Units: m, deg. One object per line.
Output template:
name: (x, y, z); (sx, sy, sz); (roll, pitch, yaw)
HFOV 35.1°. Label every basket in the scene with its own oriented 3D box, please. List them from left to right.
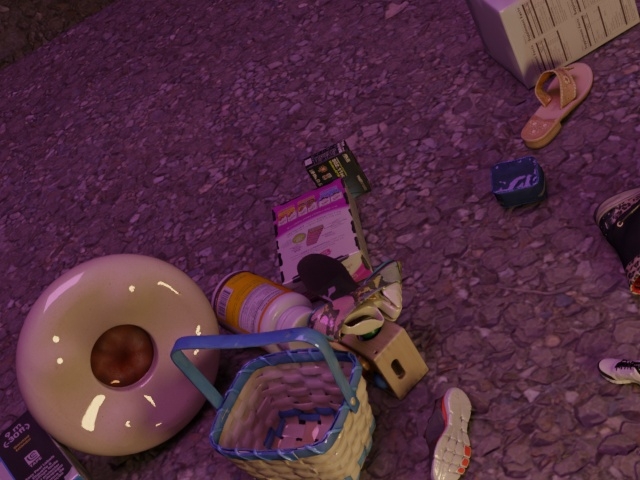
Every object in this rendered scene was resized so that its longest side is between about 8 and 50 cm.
basket: (-0.062, 0.238, 1.514); (0.254, 0.289, 0.201); (-5, 46, 29)

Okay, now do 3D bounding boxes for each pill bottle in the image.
pill bottle: (-0.090, 0.134, 1.791); (0.215, 0.117, 0.117); (21, 62, 46)

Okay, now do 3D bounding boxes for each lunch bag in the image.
lunch bag: (0.347, -0.099, 1.787); (0.098, 0.065, 0.067); (-11, 58, 24)

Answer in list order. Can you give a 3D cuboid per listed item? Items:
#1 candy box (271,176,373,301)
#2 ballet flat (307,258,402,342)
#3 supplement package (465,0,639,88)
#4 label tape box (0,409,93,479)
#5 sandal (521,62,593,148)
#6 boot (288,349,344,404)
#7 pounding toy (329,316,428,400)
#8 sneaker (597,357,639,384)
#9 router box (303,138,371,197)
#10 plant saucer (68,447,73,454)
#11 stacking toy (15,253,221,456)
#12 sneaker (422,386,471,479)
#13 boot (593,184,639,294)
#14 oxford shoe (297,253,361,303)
candy box: (0.000, 0.000, 1.912); (0.159, 0.071, 0.233); (-24, 38, 11)
ballet flat: (0.074, 0.102, 1.555); (0.079, 0.077, 0.221); (33, 41, 27)
supplement package: (0.454, -0.481, 2.021); (0.262, 0.198, 0.199); (-31, 38, 1)
label tape box: (-0.543, 0.428, 1.726); (0.249, 0.115, 0.347); (-43, 41, -14)
sandal: (0.442, -0.283, 1.909); (0.088, 0.079, 0.240); (9, 54, 41)
boot: (-0.010, 0.238, 1.691); (0.114, 0.037, 0.106); (-24, 36, 18)
pounding toy: (0.073, 0.175, 1.611); (0.100, 0.141, 0.130); (-46, 39, -16)
sneaker: (0.441, 0.182, 1.430); (0.109, 0.044, 0.040); (9, 55, 43)
router box: (0.034, -0.130, 1.990); (0.092, 0.122, 0.038); (-25, 42, 10)
plant saucer: (-0.531, 0.462, 1.801); (0.241, 0.037, 0.241); (-19, 40, 17)
stacking toy: (-0.418, 0.166, 1.883); (0.350, 0.351, 0.480); (-43, 24, -13)
sneaker: (0.181, 0.295, 1.490); (0.065, 0.061, 0.158); (-35, 26, 45)
boot: (0.552, -0.025, 1.548); (0.236, 0.085, 0.179); (-26, 40, 18)
oxford shoe: (0.038, 0.098, 1.751); (0.076, 0.076, 0.212); (-42, 55, -15)
